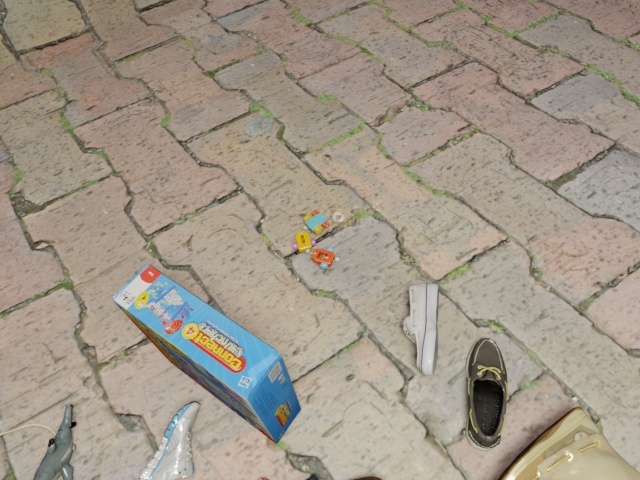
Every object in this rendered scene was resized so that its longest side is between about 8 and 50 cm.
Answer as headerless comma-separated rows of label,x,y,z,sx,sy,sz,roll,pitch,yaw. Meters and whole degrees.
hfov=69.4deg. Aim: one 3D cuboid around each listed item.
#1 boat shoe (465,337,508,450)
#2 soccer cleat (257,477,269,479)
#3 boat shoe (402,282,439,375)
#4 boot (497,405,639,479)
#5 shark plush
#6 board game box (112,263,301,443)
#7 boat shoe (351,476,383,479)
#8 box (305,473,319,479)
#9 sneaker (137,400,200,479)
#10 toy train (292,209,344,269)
boat shoe,0.333,0.291,0.915,0.081,0.068,0.227,9,55,10
soccer cleat,-0.096,0.472,0.835,0.036,0.029,0.083,-31,54,-8
boat shoe,0.216,0.190,1.004,0.076,0.083,0.226,-1,41,18
boot,0.434,0.439,0.787,0.262,0.095,0.203,-28,58,-22
shark plush,-0.500,0.400,0.889,0.073,0.067,0.161,8,54,10
board game box,-0.194,0.219,0.856,0.302,0.308,0.086,28,61,23
boat shoe,-0.016,0.527,0.752,0.342,0.123,0.123,-28,86,-24
box,-0.025,0.451,0.813,0.067,0.083,0.018,-28,89,-16
sneaker,-0.267,0.405,0.878,0.083,0.071,0.190,20,65,10
toy train,0.000,0.000,1.171,0.125,0.046,0.166,11,58,10
